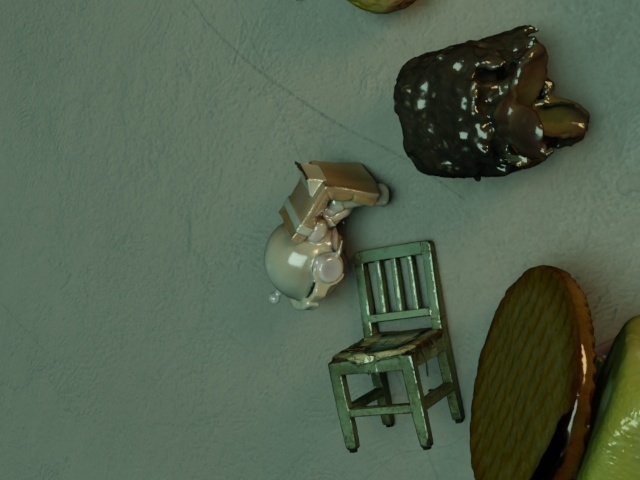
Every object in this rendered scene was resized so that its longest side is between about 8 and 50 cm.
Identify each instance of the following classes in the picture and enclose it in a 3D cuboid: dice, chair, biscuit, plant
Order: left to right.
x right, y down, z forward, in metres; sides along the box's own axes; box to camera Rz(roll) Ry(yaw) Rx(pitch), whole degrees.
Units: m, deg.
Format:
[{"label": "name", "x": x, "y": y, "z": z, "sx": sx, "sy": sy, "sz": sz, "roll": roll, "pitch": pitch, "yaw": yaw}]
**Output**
[{"label": "chair", "x": 0.098, "y": 0.147, "z": 1.321, "sx": 0.136, "sy": 0.147, "sz": 0.270, "roll": -9, "pitch": 93, "yaw": 31}, {"label": "plant", "x": 0.217, "y": -0.171, "z": 1.191, "sx": 0.234, "sy": 0.204, "sz": 0.178, "roll": -5, "pitch": 103, "yaw": 41}, {"label": "biscuit", "x": 0.258, "y": 0.186, "z": 1.165, "sx": 0.040, "sy": 0.318, "sz": 0.318, "roll": 12, "pitch": 105, "yaw": -10}, {"label": "dice", "x": 0.420, "y": 0.234, "z": 1.065, "sx": 0.226, "sy": 0.238, "sz": 0.233, "roll": 20, "pitch": 112, "yaw": 14}]

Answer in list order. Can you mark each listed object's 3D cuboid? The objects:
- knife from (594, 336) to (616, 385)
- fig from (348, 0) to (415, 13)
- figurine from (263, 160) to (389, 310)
[{"label": "knife", "x": 0.425, "y": 0.136, "z": 1.191, "sx": 0.398, "sy": 0.038, "sz": 0.132, "roll": -32, "pitch": 82, "yaw": 28}, {"label": "fig", "x": 0.046, "y": -0.382, "z": 1.311, "sx": 0.257, "sy": 0.159, "sz": 0.159, "roll": -10, "pitch": 91, "yaw": 50}, {"label": "figurine", "x": -0.004, "y": 0.000, "z": 1.380, "sx": 0.237, "sy": 0.141, "sz": 0.162, "roll": -69, "pitch": 27, "yaw": 20}]
